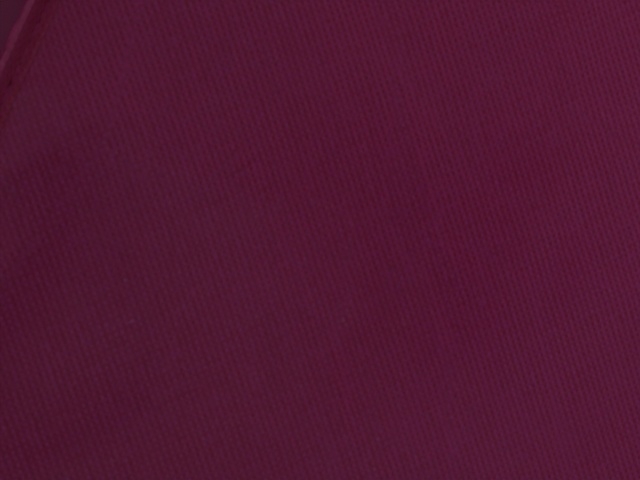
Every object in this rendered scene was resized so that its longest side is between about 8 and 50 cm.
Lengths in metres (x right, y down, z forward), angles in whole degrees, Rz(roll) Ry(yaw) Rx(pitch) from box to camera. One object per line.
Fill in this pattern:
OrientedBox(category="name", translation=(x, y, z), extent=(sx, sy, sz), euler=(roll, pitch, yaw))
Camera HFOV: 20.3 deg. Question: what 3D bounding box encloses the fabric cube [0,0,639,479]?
OrientedBox(category="fabric cube", translation=(0.000, 0.000, 0.557), extent=(0.259, 0.258, 0.254), euler=(25, -95, -18))
